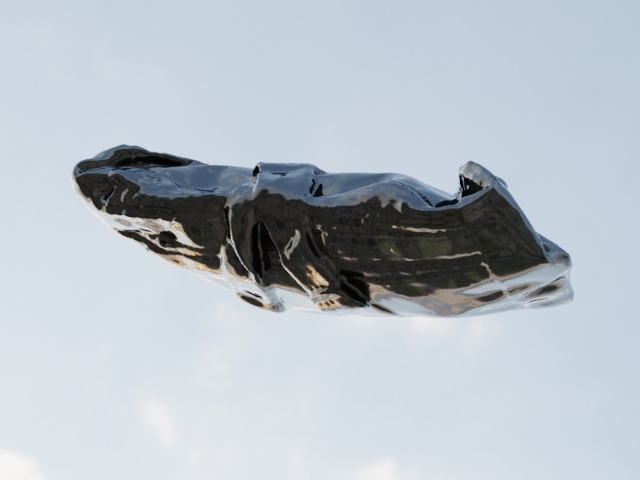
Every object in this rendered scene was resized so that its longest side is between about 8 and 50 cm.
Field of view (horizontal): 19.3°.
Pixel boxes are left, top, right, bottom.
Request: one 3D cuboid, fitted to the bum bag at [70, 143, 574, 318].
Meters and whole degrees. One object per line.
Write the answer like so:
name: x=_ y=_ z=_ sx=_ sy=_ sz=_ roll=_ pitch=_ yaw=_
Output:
bum bag: x=0.000 y=0.000 z=1.144 sx=0.340 sy=0.095 sz=0.144 roll=3 pitch=-27 yaw=35
